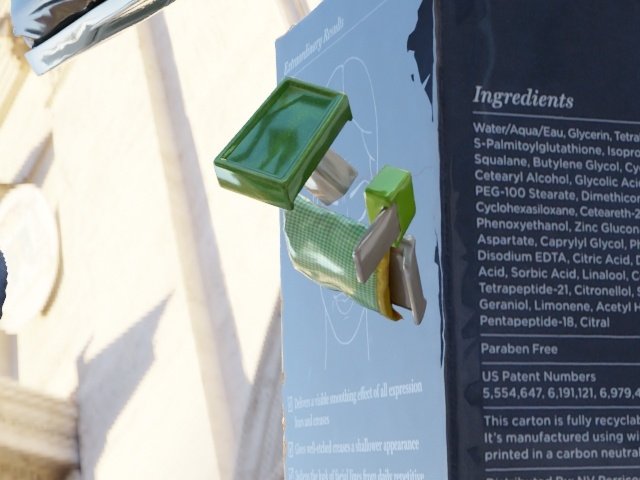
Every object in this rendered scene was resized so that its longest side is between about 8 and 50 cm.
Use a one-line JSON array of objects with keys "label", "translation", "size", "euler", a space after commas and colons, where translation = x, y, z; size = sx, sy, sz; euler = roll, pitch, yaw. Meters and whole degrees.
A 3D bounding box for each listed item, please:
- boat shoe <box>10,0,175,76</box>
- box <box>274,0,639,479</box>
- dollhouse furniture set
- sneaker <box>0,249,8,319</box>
[{"label": "boat shoe", "translation": [-0.103, -0.211, 0.872], "size": [0.340, 0.127, 0.113], "euler": [-20, -76, 52]}, {"label": "box", "translation": [0.113, 0.024, 0.902], "size": [0.212, 0.293, 0.395], "euler": [1, -99, -19]}, {"label": "dollhouse furniture set", "translation": [0.000, 0.000, 0.650], "size": [0.076, 0.058, 0.151], "euler": [21, -31, 25]}, {"label": "sneaker", "translation": [-0.345, 0.003, 0.944], "size": [0.131, 0.319, 0.112], "euler": [20, -100, -46]}]
